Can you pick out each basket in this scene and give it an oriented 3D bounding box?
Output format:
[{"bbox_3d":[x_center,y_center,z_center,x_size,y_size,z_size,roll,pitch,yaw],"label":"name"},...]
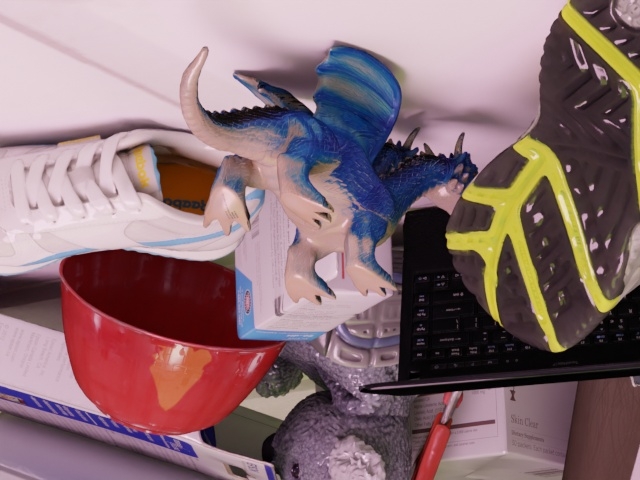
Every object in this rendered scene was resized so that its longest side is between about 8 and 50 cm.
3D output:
[{"bbox_3d":[0.280,0.232,1.650,0.154,0.227,0.204,13,179,7],"label":"basket"}]

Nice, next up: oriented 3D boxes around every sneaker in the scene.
[{"bbox_3d":[-0.147,-0.033,1.192,0.228,0.087,0.092,-4,159,-20],"label":"sneaker"},{"bbox_3d":[0.198,-0.081,1.025,0.147,0.145,0.385,-37,174,-33],"label":"sneaker"},{"bbox_3d":[0.118,0.037,1.478,0.297,0.111,0.129,1,-174,-15],"label":"sneaker"}]

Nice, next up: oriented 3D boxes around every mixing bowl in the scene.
[{"bbox_3d":[-0.117,0.083,1.394,0.181,0.098,0.181,15,-162,-5],"label":"mixing bowl"}]

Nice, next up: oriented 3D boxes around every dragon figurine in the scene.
[{"bbox_3d":[-0.004,-0.060,1.093,0.085,0.144,0.289,-11,143,34],"label":"dragon figurine"}]

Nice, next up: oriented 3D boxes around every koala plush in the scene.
[{"bbox_3d":[0.025,0.149,1.590,0.203,0.221,0.196,-3,164,2],"label":"koala plush"}]

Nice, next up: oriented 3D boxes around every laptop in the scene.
[{"bbox_3d":[0.155,0.025,1.240,0.234,0.264,0.137,-5,137,11],"label":"laptop"}]

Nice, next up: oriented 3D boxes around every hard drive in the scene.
[{"bbox_3d":[-0.167,0.195,1.680,0.233,0.047,0.353,18,-167,14],"label":"hard drive"}]

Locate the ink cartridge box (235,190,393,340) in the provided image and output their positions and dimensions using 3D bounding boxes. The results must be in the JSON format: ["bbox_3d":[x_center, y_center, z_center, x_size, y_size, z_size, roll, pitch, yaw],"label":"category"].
[{"bbox_3d":[0.000,0.000,1.271,0.060,0.104,0.180,5,163,-23],"label":"ink cartridge box"}]

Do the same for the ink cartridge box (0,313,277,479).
[{"bbox_3d":[-0.202,0.123,1.548,0.370,0.069,0.176,18,165,7],"label":"ink cartridge box"}]

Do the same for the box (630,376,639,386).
[{"bbox_3d":[0.379,0.059,1.524,0.220,0.051,0.175,-18,176,33],"label":"box"}]

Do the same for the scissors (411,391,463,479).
[{"bbox_3d":[0.105,0.147,1.595,0.021,0.297,0.109,19,-174,1],"label":"scissors"}]

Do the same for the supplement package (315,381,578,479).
[{"bbox_3d":[0.150,0.157,1.778,0.204,0.145,0.262,-12,162,32],"label":"supplement package"}]
